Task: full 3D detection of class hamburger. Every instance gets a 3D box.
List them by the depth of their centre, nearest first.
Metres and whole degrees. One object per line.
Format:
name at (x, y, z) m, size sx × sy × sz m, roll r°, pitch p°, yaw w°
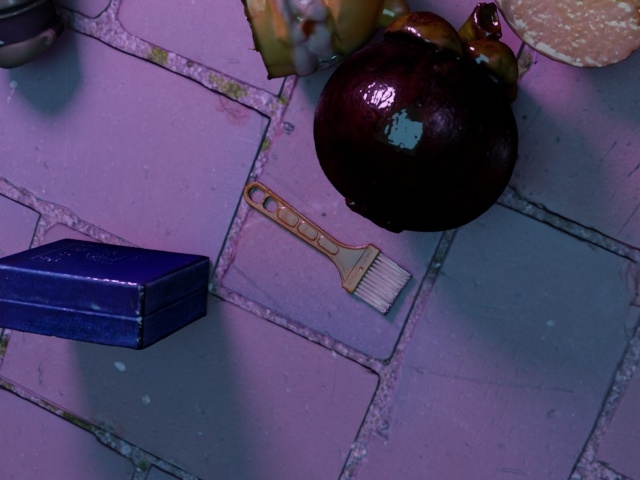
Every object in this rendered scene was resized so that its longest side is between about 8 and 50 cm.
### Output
hamburger at (-0.003, -0.377, 1.525) m, size 0.236 × 0.276 × 0.276 m, roll -14°, pitch 93°, yaw 4°

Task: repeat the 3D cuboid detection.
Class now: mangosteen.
mangosteen at (0.153, -0.179, 1.489) m, size 0.307 × 0.307 × 0.347 m, roll 30°, pitch 91°, yaw 10°

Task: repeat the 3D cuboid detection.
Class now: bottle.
bottle at (-0.521, -0.443, 1.667) m, size 0.168 × 0.168 × 0.347 m, roll -1°, pitch 124°, yaw 16°

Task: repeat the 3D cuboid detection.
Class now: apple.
apple at (0.393, -0.403, 1.459) m, size 0.251 × 0.163 × 0.293 m, roll 43°, pitch 120°, yaw -2°

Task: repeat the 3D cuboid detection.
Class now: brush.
brush at (0.000, 0.000, 1.701) m, size 0.314 × 0.017 × 0.090 m, roll 35°, pitch 102°, yaw 9°

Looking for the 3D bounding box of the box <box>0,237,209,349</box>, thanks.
box at (-0.356, 0.077, 1.682) m, size 0.279 × 0.261 × 0.116 m, roll 6°, pitch 101°, yaw 15°
